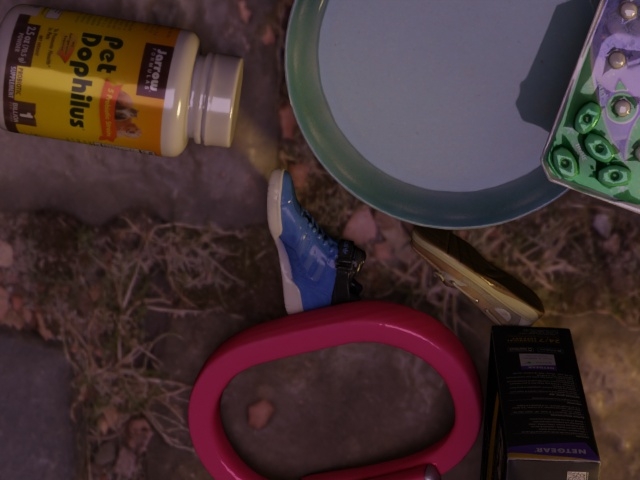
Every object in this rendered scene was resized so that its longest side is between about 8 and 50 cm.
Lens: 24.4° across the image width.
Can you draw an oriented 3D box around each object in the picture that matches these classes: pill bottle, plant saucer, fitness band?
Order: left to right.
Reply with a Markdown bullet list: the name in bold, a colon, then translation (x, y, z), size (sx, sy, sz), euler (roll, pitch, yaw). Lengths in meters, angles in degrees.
- **pill bottle**: translation (-0.181, -0.141, 1.335), size (0.214, 0.117, 0.117), euler (9, 107, 0)
- **fitness band**: translation (0.012, 0.166, 1.423), size (0.290, 0.054, 0.209), euler (-15, 113, 19)
- **plant saucer**: translation (0.126, -0.168, 1.353), size (0.317, 0.044, 0.318), euler (1, 107, 2)

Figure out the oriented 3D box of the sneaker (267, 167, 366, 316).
- **sneaker**: translation (0.000, 0.000, 1.398), size (0.084, 0.058, 0.152), euler (-6, 110, 10)

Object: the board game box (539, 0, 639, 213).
- **board game box**: translation (0.427, -0.168, 1.208), size (0.389, 0.050, 0.390), euler (21, 97, 6)

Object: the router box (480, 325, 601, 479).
- **router box**: translation (0.191, 0.267, 1.357), size (0.081, 0.243, 0.309), euler (2, 114, 2)

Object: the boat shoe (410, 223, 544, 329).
- **boat shoe**: translation (0.142, 0.040, 1.409), size (0.153, 0.056, 0.048), euler (32, 115, -18)
